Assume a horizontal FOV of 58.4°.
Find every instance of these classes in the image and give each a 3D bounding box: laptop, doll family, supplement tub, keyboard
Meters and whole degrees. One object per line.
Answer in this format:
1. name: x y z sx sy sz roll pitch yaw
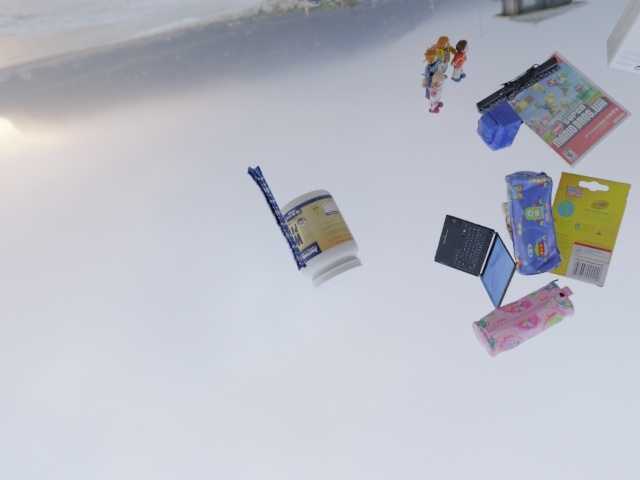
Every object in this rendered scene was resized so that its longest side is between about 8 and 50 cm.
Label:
1. laptop: 0.505 0.074 1.904 0.264 0.234 0.136 20 -132 16
2. doll family: 0.359 -0.528 1.759 0.118 0.163 0.263 23 -120 24
3. supplement tub: 0.000 0.000 2.077 0.228 0.316 0.228 -26 167 -6
4. keyboard: 0.432 -0.326 1.250 0.192 0.038 0.100 -30 163 28

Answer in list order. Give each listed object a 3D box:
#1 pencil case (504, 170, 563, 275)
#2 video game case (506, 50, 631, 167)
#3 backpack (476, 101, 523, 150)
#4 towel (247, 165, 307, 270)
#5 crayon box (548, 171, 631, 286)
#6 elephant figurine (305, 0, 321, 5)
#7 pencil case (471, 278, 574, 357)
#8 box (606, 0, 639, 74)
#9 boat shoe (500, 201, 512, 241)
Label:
1. pencil case: 0.610 -0.050 1.635 0.133 0.306 0.119 -8 -169 18
2. video game case: 0.692 -0.374 1.624 0.204 0.285 0.025 -44 158 14
3. backpack: 0.487 -0.311 1.591 0.101 0.120 0.098 -17 -121 -6
4. towel: -0.137 -0.068 1.738 0.040 0.336 0.243 -26 -174 -5
5. crayon box: 0.810 -0.038 1.767 0.202 0.319 0.081 16 -167 24
6. elephant figurine: 0.004 -0.710 1.402 0.186 0.169 0.239 3 165 -27
7. pencil case: 0.577 0.221 1.625 0.284 0.124 0.124 -27 -157 0
8. box: 0.819 -0.499 1.375 0.181 0.182 0.119 16 -125 5
9. boat shoe: 0.672 -0.045 1.874 0.121 0.110 0.341 0 166 32
